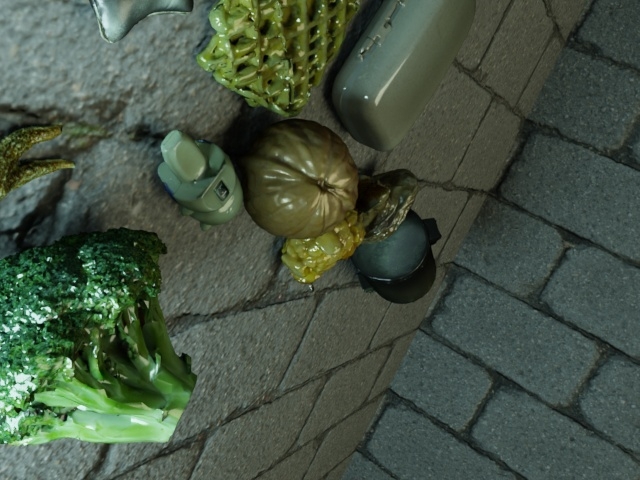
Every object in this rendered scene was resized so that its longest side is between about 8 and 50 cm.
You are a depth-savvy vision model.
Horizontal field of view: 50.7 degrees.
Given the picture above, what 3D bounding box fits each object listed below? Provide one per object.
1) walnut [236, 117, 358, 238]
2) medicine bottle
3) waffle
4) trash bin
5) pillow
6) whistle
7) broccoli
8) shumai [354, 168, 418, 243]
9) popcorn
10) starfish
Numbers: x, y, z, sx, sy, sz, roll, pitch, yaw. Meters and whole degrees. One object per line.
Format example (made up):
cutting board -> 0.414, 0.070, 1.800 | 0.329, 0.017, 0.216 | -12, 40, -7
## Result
walnut -> -0.040, -0.098, 1.090 | 0.213, 0.213, 0.213 | -47, 155, -30
medicine bottle -> 0.170, -0.366, 1.314 | 0.375, 0.123, 0.282 | -59, 160, -5
waffle -> -0.039, -0.326, 0.975 | 0.297, 0.073, 0.317 | -63, 158, 7
trash bin -> 0.200, 0.043, 1.783 | 0.252, 0.202, 0.301 | -20, 159, 7
pillow -> -0.195, -0.275, 0.722 | 0.136, 0.055, 0.091 | -41, 149, -43
whistle -> -0.171, -0.087, 0.964 | 0.110, 0.092, 0.244 | -55, 159, -10
broccoli -> -0.269, 0.116, 0.785 | 0.307, 0.275, 0.308 | -55, -168, 18
shumai -> 0.118, -0.092, 1.556 | 0.209, 0.161, 0.153 | -44, 140, 19
popcorn -> 0.001, -0.009, 1.389 | 0.194, 0.140, 0.163 | -40, 161, -20
starfish -> -0.348, -0.052, 0.698 | 0.223, 0.050, 0.216 | -34, 156, -38
